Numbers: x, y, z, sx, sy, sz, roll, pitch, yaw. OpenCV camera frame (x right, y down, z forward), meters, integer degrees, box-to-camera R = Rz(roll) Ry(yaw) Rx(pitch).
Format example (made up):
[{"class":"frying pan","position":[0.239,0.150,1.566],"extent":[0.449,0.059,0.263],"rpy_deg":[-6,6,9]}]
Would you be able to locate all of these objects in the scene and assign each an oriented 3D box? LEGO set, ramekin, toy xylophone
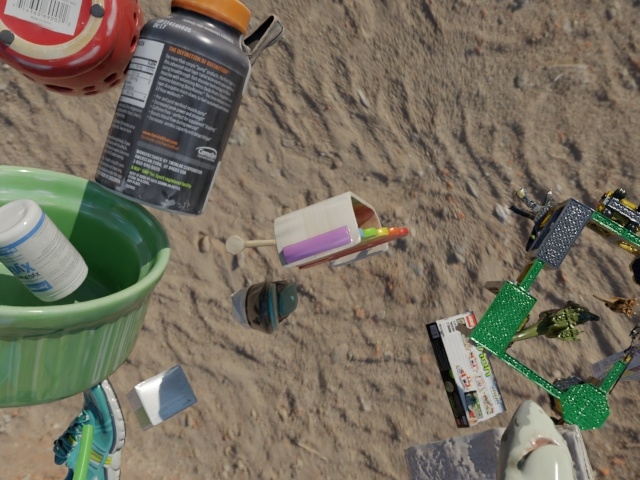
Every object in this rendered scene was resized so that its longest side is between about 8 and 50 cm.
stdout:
[{"class":"LEGO set","position":[0.357,0.094,0.809],"extent":[0.255,0.192,0.331],"rpy_deg":[25,89,9]},{"class":"ramekin","position":[-0.341,0.045,0.625],"extent":[0.303,0.303,0.148],"rpy_deg":[24,116,8]},{"class":"toy xylophone","position":[0.000,0.000,0.870],"extent":[0.236,0.322,0.081],"rpy_deg":[-20,83,21]}]

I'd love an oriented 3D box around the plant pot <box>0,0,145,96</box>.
[{"class":"plant pot","position":[-0.325,-0.287,0.682],"extent":[0.191,0.174,0.191],"rpy_deg":[-2,98,-13]}]

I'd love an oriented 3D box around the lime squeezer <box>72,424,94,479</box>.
[{"class":"lime squeezer","position":[-0.319,0.359,0.580],"extent":[0.110,0.310,0.059],"rpy_deg":[13,144,34]}]

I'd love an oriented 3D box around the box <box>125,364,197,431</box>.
[{"class":"box","position":[-0.321,0.318,1.092],"extent":[0.087,0.102,0.101],"rpy_deg":[62,144,9]}]

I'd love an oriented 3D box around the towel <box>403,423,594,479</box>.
[{"class":"towel","position":[0.230,0.351,0.714],"extent":[0.282,0.049,0.187],"rpy_deg":[-33,53,42]}]

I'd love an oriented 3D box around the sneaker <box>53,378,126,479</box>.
[{"class":"sneaker","position":[-0.405,0.350,0.944],"extent":[0.107,0.110,0.275],"rpy_deg":[30,115,49]}]

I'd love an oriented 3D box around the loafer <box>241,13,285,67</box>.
[{"class":"loafer","position":[-0.114,-0.323,0.891],"extent":[0.125,0.039,0.045],"rpy_deg":[-43,72,1]}]

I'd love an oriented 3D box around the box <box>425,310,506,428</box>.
[{"class":"box","position":[0.290,0.253,1.079],"extent":[0.036,0.114,0.207],"rpy_deg":[-32,70,53]}]

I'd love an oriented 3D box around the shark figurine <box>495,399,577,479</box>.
[{"class":"shark figurine","position":[0.059,0.226,0.303],"extent":[0.278,0.116,0.166],"rpy_deg":[-18,60,-24]}]

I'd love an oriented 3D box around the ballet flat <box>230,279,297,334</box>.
[{"class":"ballet flat","position":[-0.108,0.122,0.996],"extent":[0.096,0.280,0.095],"rpy_deg":[-5,85,6]}]

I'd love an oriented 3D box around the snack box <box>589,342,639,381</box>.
[{"class":"snack box","position":[0.557,0.211,0.939],"extent":[0.100,0.141,0.037],"rpy_deg":[0,62,-15]}]

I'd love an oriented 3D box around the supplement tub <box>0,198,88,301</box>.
[{"class":"supplement tub","position":[-0.327,0.012,0.622],"extent":[0.071,0.071,0.107],"rpy_deg":[-10,133,13]}]

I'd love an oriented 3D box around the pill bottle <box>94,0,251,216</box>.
[{"class":"pill bottle","position":[-0.159,-0.161,0.624],"extent":[0.130,0.130,0.246],"rpy_deg":[21,95,8]}]
